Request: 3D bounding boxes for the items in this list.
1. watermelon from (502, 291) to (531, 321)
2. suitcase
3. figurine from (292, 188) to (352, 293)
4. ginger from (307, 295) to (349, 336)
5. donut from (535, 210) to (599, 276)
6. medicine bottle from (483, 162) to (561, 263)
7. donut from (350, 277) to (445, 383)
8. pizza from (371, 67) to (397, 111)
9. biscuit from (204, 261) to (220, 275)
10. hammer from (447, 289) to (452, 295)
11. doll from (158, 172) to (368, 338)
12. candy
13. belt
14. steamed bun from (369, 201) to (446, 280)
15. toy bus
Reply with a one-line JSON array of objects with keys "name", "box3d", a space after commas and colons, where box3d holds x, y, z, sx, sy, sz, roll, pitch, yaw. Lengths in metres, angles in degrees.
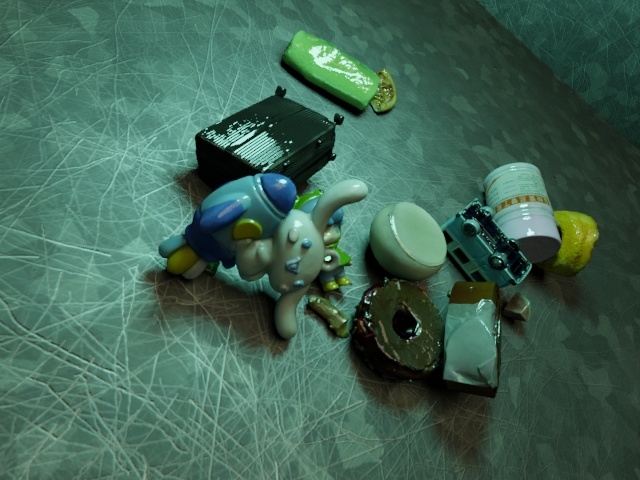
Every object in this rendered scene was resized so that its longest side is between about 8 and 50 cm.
[{"name": "watermelon", "box3d": [0.622, 0.210, 1.298, 0.072, 0.085, 0.092, 4, 81, -38]}, {"name": "suitcase", "box3d": [-0.128, -0.243, 1.057, 0.230, 0.152, 0.335, 30, 48, 19]}, {"name": "figurine", "box3d": [0.000, 0.000, 1.045, 0.162, 0.143, 0.262, -17, 89, -28]}, {"name": "ginger", "box3d": [0.027, 0.180, 1.007, 0.137, 0.044, 0.057, 43, 69, 1]}, {"name": "donut", "box3d": [0.851, 0.006, 1.450, 0.119, 0.253, 0.253, 12, 57, -16]}, {"name": "medicine bottle", "box3d": [0.705, -0.097, 1.453, 0.203, 0.202, 0.315, 16, 55, -21]}, {"name": "donut", "box3d": [0.197, 0.225, 1.040, 0.270, 0.103, 0.269, 15, 54, -22]}, {"name": "pizza", "box3d": [0.241, -0.571, 1.558, 0.127, 0.058, 0.246, 31, 50, -10]}, {"name": "biscuit", "box3d": [-0.274, 0.049, 0.928, 0.089, 0.016, 0.046, 23, 52, -17]}, {"name": "hammer", "box3d": [0.467, 0.216, 1.254, 0.199, 0.013, 0.062, 35, 51, -7]}, {"name": "doll", "box3d": [-0.127, -0.005, 0.855, 0.366, 0.187, 0.375, 22, 85, -13]}, {"name": "candy", "box3d": [0.039, -0.579, 1.413, 0.344, 0.132, 0.142, 29, 95, -10]}, {"name": "belt", "box3d": [0.404, 0.245, 1.063, 0.338, 0.122, 0.217, -58, 137, -46]}, {"name": "steamed bun", "box3d": [0.232, 0.012, 1.154, 0.232, 0.145, 0.231, 19, 52, -26]}, {"name": "toy bus", "box3d": [0.502, 0.027, 1.287, 0.133, 0.165, 0.271, -33, 82, -38]}]
